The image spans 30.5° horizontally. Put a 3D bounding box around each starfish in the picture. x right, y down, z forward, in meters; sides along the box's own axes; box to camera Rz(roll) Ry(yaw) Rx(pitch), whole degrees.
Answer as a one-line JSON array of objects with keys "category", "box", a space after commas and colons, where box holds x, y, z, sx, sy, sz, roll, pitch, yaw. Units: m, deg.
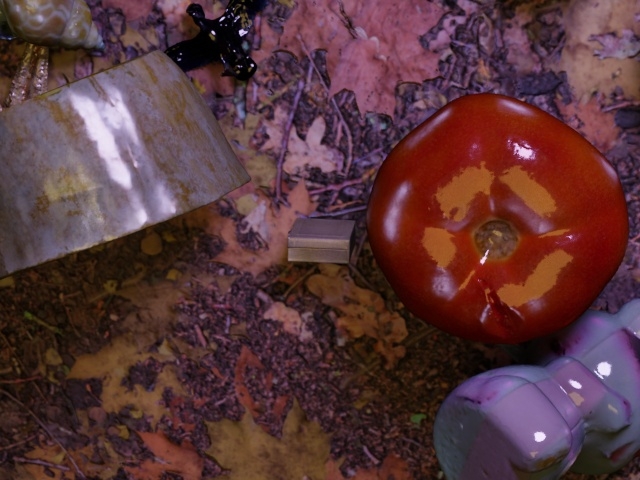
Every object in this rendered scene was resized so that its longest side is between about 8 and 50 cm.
[{"category": "starfish", "box": [-0.421, -0.148, 1.511, 0.231, 0.048, 0.295, 8, 107, 5]}]

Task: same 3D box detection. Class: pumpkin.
[{"category": "pumpkin", "box": [-0.264, -0.094, 1.375, 0.332, 0.332, 0.199, -19, 92, 14]}]

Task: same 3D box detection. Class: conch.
[{"category": "conch", "box": [-0.357, -0.298, 1.426, 0.173, 0.106, 0.116, 11, 101, 16]}]

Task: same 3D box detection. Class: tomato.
[{"category": "tomato", "box": [0.205, -0.032, 1.364, 0.299, 0.226, 0.298, 3, 104, 13]}]

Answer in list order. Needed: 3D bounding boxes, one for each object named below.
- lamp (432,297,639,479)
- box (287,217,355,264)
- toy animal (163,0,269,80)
[{"category": "lamp", "box": [0.269, 0.190, 1.415, 0.247, 0.301, 0.247, 41, 136, 34]}, {"category": "box", "box": [0.000, 0.000, 1.481, 0.083, 0.079, 0.035, 3, 110, 8]}, {"category": "toy animal", "box": [-0.125, -0.245, 1.436, 0.220, 0.062, 0.108, -41, 80, 19]}]
